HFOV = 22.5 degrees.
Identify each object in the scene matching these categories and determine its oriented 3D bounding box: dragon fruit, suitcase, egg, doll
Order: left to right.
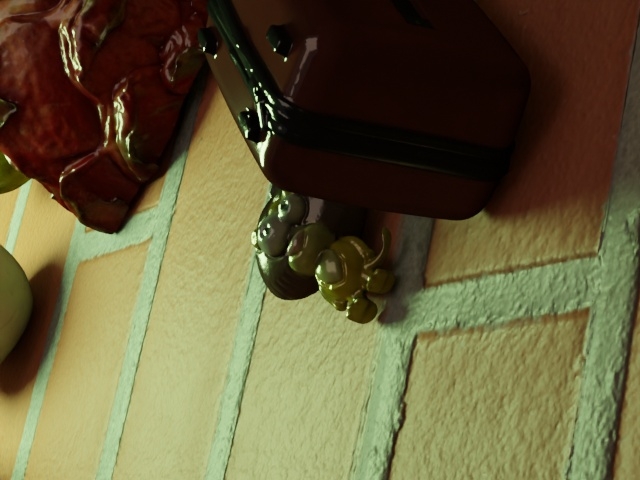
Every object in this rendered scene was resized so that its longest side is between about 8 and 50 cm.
[{"bbox_3d":[-0.487,0.089,2.268,0.206,0.162,0.271,63,171,16],"label":"egg"},{"bbox_3d":[-0.294,-0.191,2.013,0.329,0.286,0.228,-26,46,42],"label":"dragon fruit"},{"bbox_3d":[0.004,-0.007,1.516,0.188,0.096,0.145,16,94,53],"label":"doll"},{"bbox_3d":[0.034,-0.155,1.407,0.297,0.236,0.161,-118,43,-55],"label":"suitcase"}]

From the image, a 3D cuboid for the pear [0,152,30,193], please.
[{"bbox_3d":[-0.494,-0.206,2.393,0.253,0.253,0.307,-59,18,20],"label":"pear"}]
